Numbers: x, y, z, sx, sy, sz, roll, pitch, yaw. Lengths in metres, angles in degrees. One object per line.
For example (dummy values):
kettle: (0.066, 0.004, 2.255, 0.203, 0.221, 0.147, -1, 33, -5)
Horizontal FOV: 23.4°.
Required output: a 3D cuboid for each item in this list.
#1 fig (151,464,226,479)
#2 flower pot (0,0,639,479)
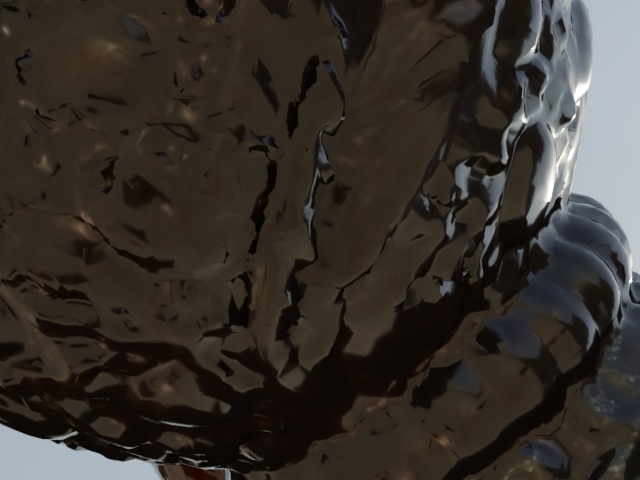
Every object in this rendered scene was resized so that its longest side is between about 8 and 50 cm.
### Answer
fig: (-0.036, 0.100, 1.020, 0.205, 0.205, 0.205, 9, -41, 8)
flower pot: (0.000, 0.000, 0.510, 0.267, 0.266, 0.267, -29, -78, 40)
